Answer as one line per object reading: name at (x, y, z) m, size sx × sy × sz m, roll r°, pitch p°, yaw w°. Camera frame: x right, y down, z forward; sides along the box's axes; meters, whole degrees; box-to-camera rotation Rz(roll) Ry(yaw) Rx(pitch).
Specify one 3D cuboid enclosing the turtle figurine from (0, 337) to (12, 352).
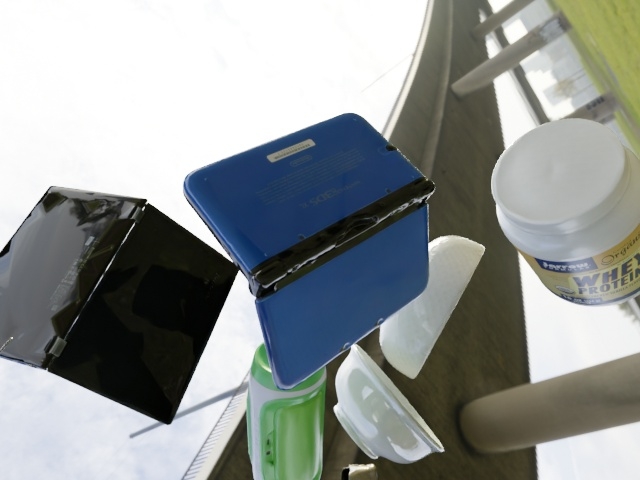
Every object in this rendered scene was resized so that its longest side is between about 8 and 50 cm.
turtle figurine at (-0.457, 0.171, 0.511) m, size 0.118 × 0.175 × 0.234 m, roll 50°, pitch -135°, yaw -10°

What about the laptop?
laptop at (-0.453, 0.120, 1.039) m, size 0.236 × 0.407 × 0.382 m, roll 76°, pitch -152°, yaw -54°

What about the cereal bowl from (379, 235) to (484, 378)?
cereal bowl at (0.228, 0.130, 1.108) m, size 0.141 × 0.339 × 0.339 m, roll 29°, pitch -151°, yaw 14°

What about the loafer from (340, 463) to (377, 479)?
loafer at (0.057, 0.405, 0.831) m, size 0.050 × 0.148 × 0.056 m, roll 4°, pitch -126°, yaw -9°

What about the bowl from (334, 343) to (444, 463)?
bowl at (0.125, 0.385, 1.097) m, size 0.298 × 0.134 × 0.298 m, roll 49°, pitch 177°, yaw 3°

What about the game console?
game console at (0.000, 0.000, 0.656) m, size 0.293 × 0.173 × 0.250 m, roll -28°, pitch -113°, yaw -31°

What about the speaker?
speaker at (-0.056, 0.312, 0.838) m, size 0.131 × 0.131 × 0.297 m, roll -46°, pitch -36°, yaw -57°

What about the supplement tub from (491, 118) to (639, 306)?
supplement tub at (0.448, -0.038, 0.855) m, size 0.316 × 0.228 × 0.228 m, roll 36°, pitch -142°, yaw -42°
